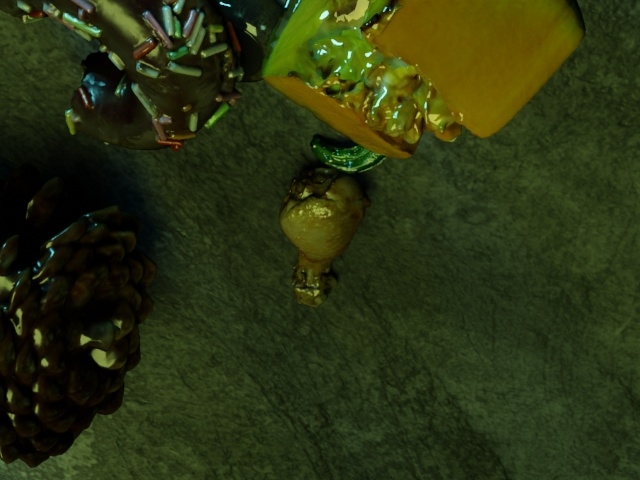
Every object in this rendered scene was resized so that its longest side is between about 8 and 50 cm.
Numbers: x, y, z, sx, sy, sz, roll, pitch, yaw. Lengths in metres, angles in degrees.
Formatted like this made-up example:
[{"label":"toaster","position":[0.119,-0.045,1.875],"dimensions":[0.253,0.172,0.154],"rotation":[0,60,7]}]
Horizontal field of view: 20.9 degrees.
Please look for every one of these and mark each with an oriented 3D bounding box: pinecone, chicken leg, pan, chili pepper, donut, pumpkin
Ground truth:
[{"label":"pinecone","position":[-0.422,0.083,2.217],"dimensions":[0.397,0.398,0.398],"rotation":[8,134,9]},{"label":"chicken leg","position":[-0.002,0.002,2.213],"dimensions":[0.107,0.087,0.251],"rotation":[22,142,12]},{"label":"pan","position":[-0.061,-0.228,2.032],"dimensions":[0.202,0.048,0.128],"rotation":[12,137,7]},{"label":"chili pepper","position":[0.046,-0.111,2.122],"dimensions":[0.118,0.035,0.055],"rotation":[-9,95,30]},{"label":"donut","position":[-0.222,-0.226,1.970],"dimensions":[0.259,0.136,0.345],"rotation":[16,149,34]},{"label":"pumpkin","position":[0.106,-0.232,1.841],"dimensions":[0.225,0.256,0.303],"rotation":[40,154,-27]}]
